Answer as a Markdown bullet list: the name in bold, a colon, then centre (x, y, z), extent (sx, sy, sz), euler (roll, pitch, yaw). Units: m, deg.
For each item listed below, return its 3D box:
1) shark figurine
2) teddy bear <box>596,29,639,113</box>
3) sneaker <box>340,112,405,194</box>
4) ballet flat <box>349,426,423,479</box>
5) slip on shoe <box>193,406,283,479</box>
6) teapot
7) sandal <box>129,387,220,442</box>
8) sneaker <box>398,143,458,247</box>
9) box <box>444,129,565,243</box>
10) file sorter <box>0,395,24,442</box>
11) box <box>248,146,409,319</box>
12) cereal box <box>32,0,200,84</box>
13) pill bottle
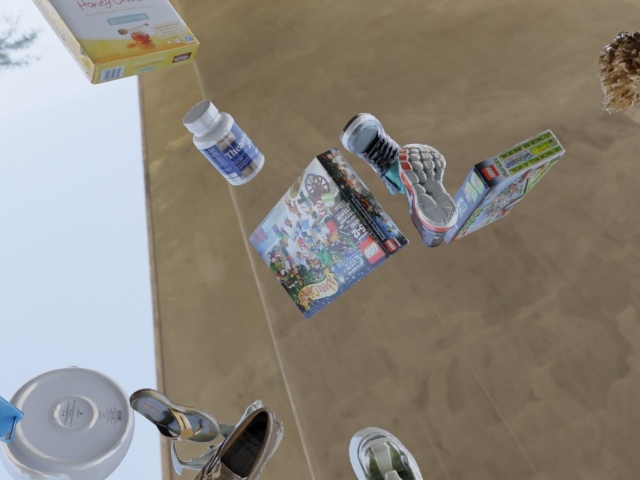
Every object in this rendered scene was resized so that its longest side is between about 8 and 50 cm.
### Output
- **shark figurine**: centre (-0.240, 0.534, 1.379), extent (0.278, 0.116, 0.166), euler (-30, -151, -6)
- **teddy bear**: centre (0.381, -0.198, 0.487), extent (0.245, 0.113, 0.338), euler (-54, -173, -14)
- **sneaker**: centre (0.170, -0.204, 1.404), extent (0.178, 0.295, 0.124), euler (44, -78, 24)
- **ballet flat**: centre (0.157, 0.515, 1.197), extent (0.139, 0.139, 0.400), euler (-29, -152, -1)
- **slip on shoe**: centre (-0.079, 0.204, 0.478), extent (0.051, 0.041, 0.135), euler (32, -116, 19)
- **teapot**: centre (-0.491, 0.381, 1.069), extent (0.252, 0.187, 0.256), euler (36, -146, 10)
- **sandal**: centre (-0.265, 0.327, 1.001), extent (0.072, 0.180, 0.049), euler (-45, -154, 17)
- **sneaker**: centre (0.123, -0.057, 0.685), extent (0.061, 0.065, 0.158), euler (3, -133, -5)
- **box**: centre (0.237, -0.066, 0.765), extent (0.114, 0.207, 0.036), euler (-26, -106, -9)
- **file sorter**: centre (-0.459, 0.248, 0.642), extent (0.170, 0.118, 0.104), euler (-47, -159, -15)
- **box**: centre (0.000, 0.000, 0.790), extent (0.044, 0.233, 0.159), euler (-31, -99, -39)
- **cereal box**: centre (-0.313, -0.345, 0.802), extent (0.173, 0.047, 0.240), euler (-31, -99, -39)
- **pill bottle**: centre (-0.141, -0.142, 0.808), extent (0.067, 0.120, 0.067), euler (-23, -140, 22)
